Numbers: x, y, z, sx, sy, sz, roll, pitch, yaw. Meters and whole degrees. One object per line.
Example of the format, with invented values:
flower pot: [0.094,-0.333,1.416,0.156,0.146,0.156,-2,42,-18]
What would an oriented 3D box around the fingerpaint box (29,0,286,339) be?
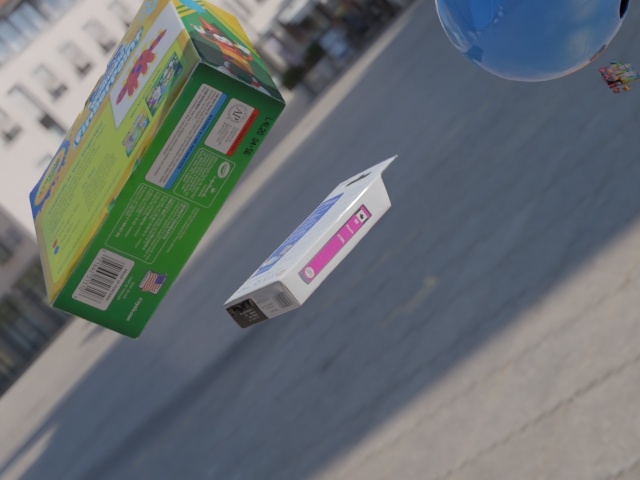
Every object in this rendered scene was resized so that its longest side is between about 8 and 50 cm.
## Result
fingerpaint box: [-0.265,-0.134,2.321,0.444,0.163,0.371,-57,28,16]

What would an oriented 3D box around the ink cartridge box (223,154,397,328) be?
ink cartridge box: [0.000,0.000,2.558,0.176,0.069,0.371,-25,20,51]

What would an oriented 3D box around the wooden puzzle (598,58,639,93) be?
wooden puzzle: [0.453,-0.252,2.266,0.049,0.006,0.083,-18,41,-4]

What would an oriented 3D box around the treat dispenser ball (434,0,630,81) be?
treat dispenser ball: [0.308,-0.375,2.181,0.288,0.288,0.288,-46,5,5]
